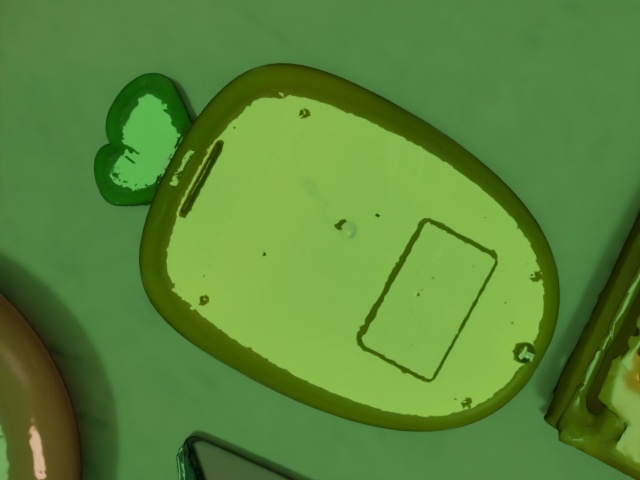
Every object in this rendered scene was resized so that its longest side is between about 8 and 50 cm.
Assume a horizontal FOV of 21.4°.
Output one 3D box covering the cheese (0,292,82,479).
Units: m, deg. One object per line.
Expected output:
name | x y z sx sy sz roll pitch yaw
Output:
cheese | -0.199 0.092 0.782 0.202 0.091 0.175 30 95 3

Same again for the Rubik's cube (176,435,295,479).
Rubik's cube | 0.032 0.244 0.745 0.229 0.233 0.228 -4 137 38

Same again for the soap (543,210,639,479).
soap | 0.253 -0.009 0.747 0.204 0.096 0.324 27 93 2

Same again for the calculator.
calculator | 0.000 0.000 0.795 0.235 0.032 0.146 27 93 1
